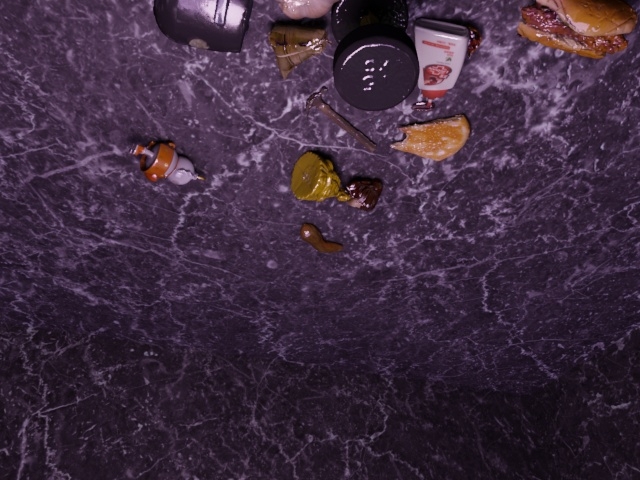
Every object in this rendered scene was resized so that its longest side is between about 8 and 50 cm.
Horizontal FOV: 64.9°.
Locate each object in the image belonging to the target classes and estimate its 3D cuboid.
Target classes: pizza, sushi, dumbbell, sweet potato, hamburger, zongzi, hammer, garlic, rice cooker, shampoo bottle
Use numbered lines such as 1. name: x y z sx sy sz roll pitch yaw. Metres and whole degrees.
1. pizza: 0.362 -0.337 1.678 0.263 0.034 0.181 -3 140 3
2. sushi: 0.420 -0.558 1.395 0.051 0.047 0.099 -17 139 15
3. dumbbell: 0.129 -0.495 1.255 0.204 0.322 0.203 0 141 0
4. sweet potato: -0.003 0.003 2.084 0.081 0.062 0.233 -30 135 30
5. hamburger: 0.676 -0.561 1.303 0.282 0.245 0.155 -30 152 -38
6. zongzi: -0.039 -0.514 1.406 0.189 0.081 0.178 12 150 16
7. hammer: 0.075 -0.378 1.637 0.297 0.026 0.125 30 132 -32
8. garlic: -0.033 -0.650 1.199 0.228 0.152 0.227 0 143 0
9. rice cooker: -0.272 -0.593 1.202 0.225 0.267 0.267 13 139 -11
10. shampoo bottle: 0.329 -0.488 1.456 0.153 0.071 0.284 14 144 10

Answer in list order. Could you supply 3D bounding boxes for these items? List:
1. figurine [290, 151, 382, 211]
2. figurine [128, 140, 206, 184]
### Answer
1. figurine: 0.072 -0.179 1.785 0.316 0.167 0.187 19 -179 -34
2. figurine: -0.511 -0.264 1.713 0.272 0.143 0.143 5 145 -38
